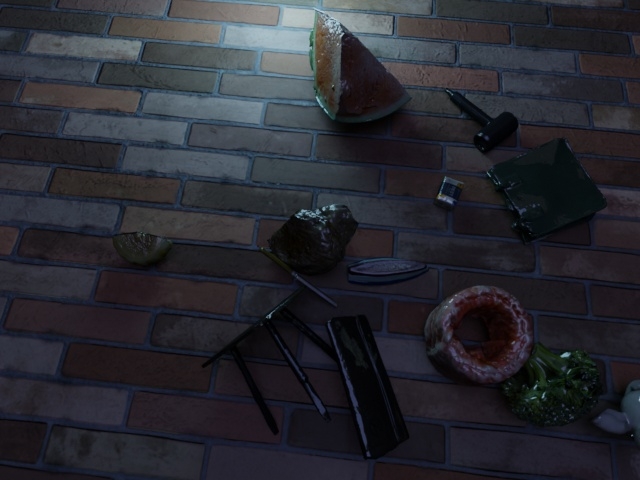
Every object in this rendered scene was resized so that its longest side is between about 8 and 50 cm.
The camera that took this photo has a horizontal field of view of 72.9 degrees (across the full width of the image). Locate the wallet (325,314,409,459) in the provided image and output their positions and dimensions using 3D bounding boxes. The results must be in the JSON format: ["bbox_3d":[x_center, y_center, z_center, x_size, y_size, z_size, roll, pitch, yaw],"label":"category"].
[{"bbox_3d":[0.115,0.336,1.042,0.044,0.170,0.321,-31,68,37],"label":"wallet"}]

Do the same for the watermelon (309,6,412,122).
[{"bbox_3d":[0.065,-0.496,1.317,0.222,0.319,0.292,-48,34,14],"label":"watermelon"}]

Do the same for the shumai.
[{"bbox_3d":[0.002,0.003,1.177,0.185,0.218,0.184,-7,70,-43],"label":"shumai"}]

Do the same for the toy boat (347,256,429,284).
[{"bbox_3d":[0.187,0.079,1.184,0.228,0.046,0.080,-3,68,1],"label":"toy boat"}]

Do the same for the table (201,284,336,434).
[{"bbox_3d":[-0.066,0.284,1.031,0.317,0.317,0.249,-37,88,-12],"label":"table"}]

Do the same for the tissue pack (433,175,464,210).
[{"bbox_3d":[0.372,-0.137,1.259,0.062,0.042,0.083,24,72,11],"label":"tissue pack"}]

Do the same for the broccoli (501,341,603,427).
[{"bbox_3d":[0.544,0.335,1.014,0.176,0.198,0.226,32,80,-4],"label":"broccoli"}]

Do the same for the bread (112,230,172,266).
[{"bbox_3d":[-0.480,0.024,1.182,0.157,0.083,0.095,-10,74,-1],"label":"bread"}]

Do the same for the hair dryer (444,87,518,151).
[{"bbox_3d":[0.469,-0.387,1.344,0.128,0.070,0.255,-40,68,-12],"label":"hair dryer"}]

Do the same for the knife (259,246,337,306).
[{"bbox_3d":[-0.059,0.100,1.142,0.256,0.046,0.022,38,84,-10],"label":"knife"}]

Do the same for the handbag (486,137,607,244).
[{"bbox_3d":[0.640,-0.143,1.242,0.260,0.079,0.248,-21,72,-6],"label":"handbag"}]

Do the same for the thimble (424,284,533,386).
[{"bbox_3d":[0.381,0.237,1.068,0.239,0.162,0.239,1,73,-2],"label":"thimble"}]

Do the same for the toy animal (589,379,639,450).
[{"bbox_3d":[0.802,0.404,0.987,0.325,0.208,0.154,-22,112,-18],"label":"toy animal"}]
